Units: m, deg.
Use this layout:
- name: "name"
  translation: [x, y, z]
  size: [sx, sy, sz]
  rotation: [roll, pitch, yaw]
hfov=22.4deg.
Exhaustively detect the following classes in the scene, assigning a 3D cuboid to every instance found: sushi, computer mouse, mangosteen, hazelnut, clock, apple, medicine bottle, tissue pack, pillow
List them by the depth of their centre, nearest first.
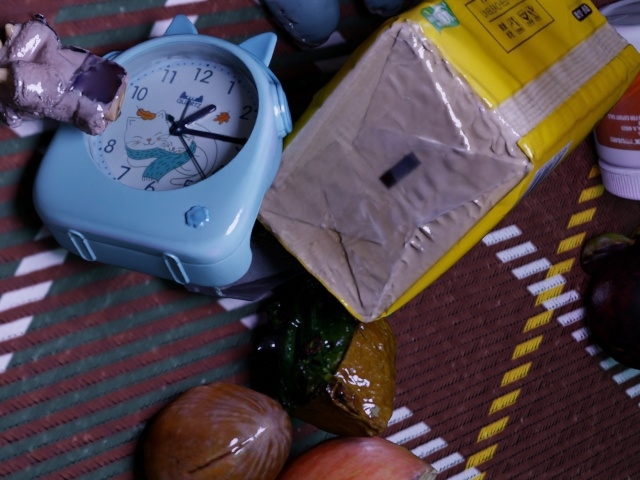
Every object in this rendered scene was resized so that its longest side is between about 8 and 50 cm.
- name: "clock"
  translation: [-0.136, -0.097, 1.588]
  size: [0.094, 0.223, 0.274]
  rotation: [72, 37, -58]
- name: "hazelnut"
  translation: [-0.101, 0.221, 1.689]
  size: [0.150, 0.150, 0.150]
  rotation: [-5, 96, -45]
- name: "tissue pack"
  translation: [0.140, -0.126, 1.720]
  size: [0.228, 0.293, 0.382]
  rotation: [46, 34, 5]
- name: "computer mouse"
  translation: [-0.078, -0.009, 1.749]
  size: [0.231, 0.071, 0.126]
  rotation: [-26, 107, -41]
- name: "sushi"
  translation: [0.000, 0.134, 1.752]
  size: [0.140, 0.149, 0.287]
  rotation: [51, 22, -20]
- name: "apple"
  translation: [-0.004, 0.331, 1.766]
  size: [0.251, 0.163, 0.293]
  rotation: [-41, 151, -33]
- name: "pillow"
  translation: [0.016, -0.333, 1.812]
  size: [0.233, 0.086, 0.214]
  rotation: [-31, 118, -37]
- name: "medicine bottle"
  translation: [0.487, -0.204, 2.179]
  size: [0.252, 0.252, 0.241]
  rotation: [-26, 111, -41]
- name: "mangosteen"
  translation: [0.460, 0.082, 2.224]
  size: [0.209, 0.209, 0.210]
  rotation: [-5, 96, -45]

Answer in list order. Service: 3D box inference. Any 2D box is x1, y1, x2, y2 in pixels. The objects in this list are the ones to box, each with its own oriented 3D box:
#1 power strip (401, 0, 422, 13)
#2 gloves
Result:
- name: "power strip"
  translation: [0.175, -0.309, 1.992]
  size: [0.265, 0.059, 0.194]
  rotation: [-48, 125, -31]
- name: "gloves"
  translation: [-0.256, -0.151, 1.531]
  size: [0.110, 0.144, 0.094]
  rotation: [-48, 167, -32]
